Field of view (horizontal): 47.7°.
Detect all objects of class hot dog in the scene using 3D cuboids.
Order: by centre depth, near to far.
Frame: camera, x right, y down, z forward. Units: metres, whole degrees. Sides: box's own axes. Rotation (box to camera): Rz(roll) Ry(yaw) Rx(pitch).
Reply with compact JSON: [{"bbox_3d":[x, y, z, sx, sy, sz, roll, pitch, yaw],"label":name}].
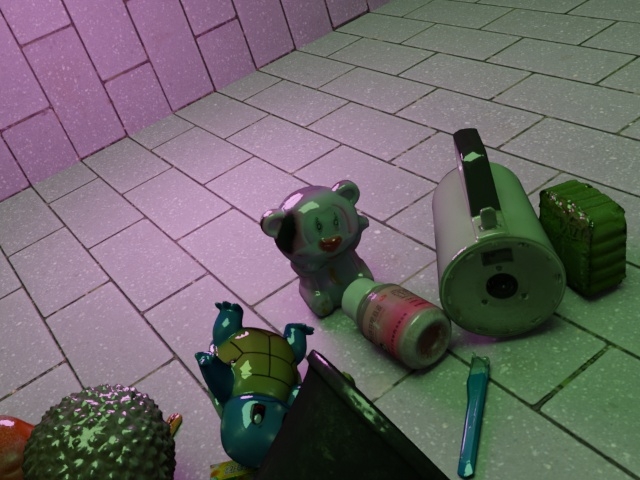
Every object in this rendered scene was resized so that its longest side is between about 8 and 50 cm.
[{"bbox_3d":[-0.332,0.409,1.578,0.037,0.021,0.083,-4,34,23],"label":"hot dog"}]

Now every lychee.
[{"bbox_3d":[-0.400,0.418,1.356,0.300,0.299,0.300,-13,33,9],"label":"lychee"}]

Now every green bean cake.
[{"bbox_3d":[0.563,-0.010,1.569,0.113,0.214,0.200,-18,32,-10],"label":"green bean cake"}]

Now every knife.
[{"bbox_3d":[0.292,0.326,1.385,0.044,0.026,0.296,-5,38,25],"label":"knife"}]

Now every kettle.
[{"bbox_3d":[0.353,-0.044,1.570,0.250,0.361,0.376,-15,30,12],"label":"kettle"}]

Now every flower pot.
[{"bbox_3d":[0.037,0.386,1.179,0.251,0.379,0.379,-44,37,-6],"label":"flower pot"}]

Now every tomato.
[{"bbox_3d":[-0.681,0.467,1.497,0.232,0.232,0.188,-11,56,12],"label":"tomato"}]

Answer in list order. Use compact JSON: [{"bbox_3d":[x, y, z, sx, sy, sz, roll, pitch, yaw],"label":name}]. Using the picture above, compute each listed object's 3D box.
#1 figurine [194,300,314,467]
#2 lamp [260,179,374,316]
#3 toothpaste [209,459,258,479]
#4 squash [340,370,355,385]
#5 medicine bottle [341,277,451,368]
[{"bbox_3d":[-0.143,0.264,1.478,0.242,0.298,0.416,-59,23,9],"label":"figurine"},{"bbox_3d":[0.000,0.000,1.751,0.247,0.301,0.247,-22,33,-5],"label":"lamp"},{"bbox_3d":[-0.127,0.444,1.409,0.179,0.037,0.043,-15,31,6],"label":"toothpaste"},{"bbox_3d":[0.032,0.355,1.433,0.066,0.066,0.228,-7,35,17],"label":"squash"},{"bbox_3d":[0.158,0.170,1.572,0.147,0.147,0.247,-35,36,-23],"label":"medicine bottle"}]
